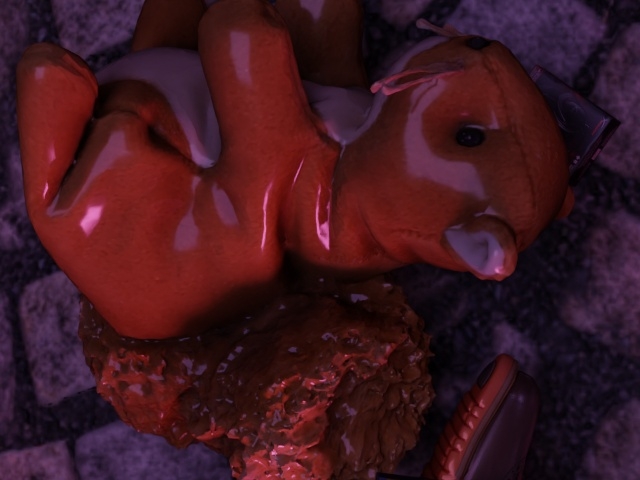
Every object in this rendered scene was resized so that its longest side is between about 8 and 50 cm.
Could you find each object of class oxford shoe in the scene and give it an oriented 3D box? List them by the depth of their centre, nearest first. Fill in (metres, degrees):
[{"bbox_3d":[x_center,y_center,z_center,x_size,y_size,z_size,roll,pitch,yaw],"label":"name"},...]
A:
[{"bbox_3d":[0.117,0.266,1.466,0.132,0.130,0.364,16,96,2],"label":"oxford shoe"}]

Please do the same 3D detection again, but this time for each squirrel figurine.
[{"bbox_3d":[0.000,0.000,1.469,0.370,0.281,0.397,4,102,17],"label":"squirrel figurine"}]

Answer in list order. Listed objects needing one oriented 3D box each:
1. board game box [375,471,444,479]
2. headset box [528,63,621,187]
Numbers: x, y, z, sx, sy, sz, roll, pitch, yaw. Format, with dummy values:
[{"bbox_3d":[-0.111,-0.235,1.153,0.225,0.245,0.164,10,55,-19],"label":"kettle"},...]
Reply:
[{"bbox_3d":[0.097,0.256,1.379,0.141,0.048,0.170,8,96,-1],"label":"board game box"},{"bbox_3d":[0.176,-0.090,1.503,0.083,0.032,0.062,39,100,19],"label":"headset box"}]
